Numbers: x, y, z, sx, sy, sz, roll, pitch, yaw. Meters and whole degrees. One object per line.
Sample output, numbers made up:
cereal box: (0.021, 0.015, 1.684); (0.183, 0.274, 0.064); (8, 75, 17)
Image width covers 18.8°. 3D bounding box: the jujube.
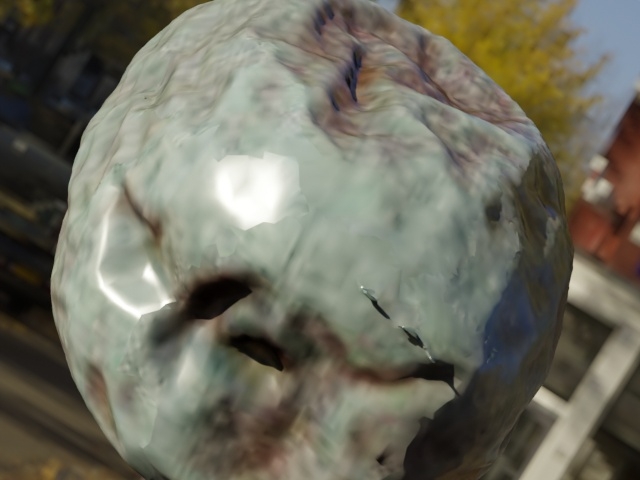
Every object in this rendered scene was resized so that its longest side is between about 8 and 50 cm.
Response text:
jujube: (-0.006, 0.006, 0.930); (0.247, 0.215, 0.308); (27, 23, 0)
